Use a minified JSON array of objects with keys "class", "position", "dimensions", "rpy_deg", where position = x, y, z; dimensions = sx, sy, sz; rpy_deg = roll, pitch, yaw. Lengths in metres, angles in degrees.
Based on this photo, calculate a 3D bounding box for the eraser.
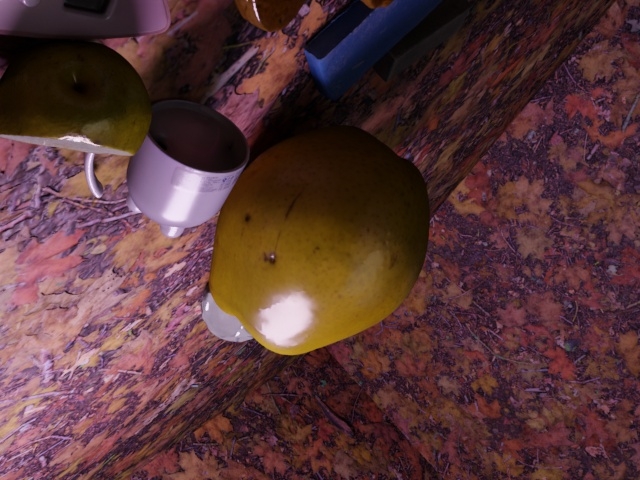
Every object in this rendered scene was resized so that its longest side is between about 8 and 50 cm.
[{"class":"eraser","position":[0.110,-0.362,0.910],"dimensions":[0.312,0.042,0.144],"rpy_deg":[-43,164,-2]}]

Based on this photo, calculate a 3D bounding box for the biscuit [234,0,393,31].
[{"class":"biscuit","position":[0.061,-0.399,0.647],"dimensions":[0.432,0.064,0.282],"rpy_deg":[-36,153,-32]}]

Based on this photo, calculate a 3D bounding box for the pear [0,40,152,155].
[{"class":"pear","position":[-0.228,-0.135,0.533],"dimensions":[0.141,0.141,0.103],"rpy_deg":[9,85,-71]}]

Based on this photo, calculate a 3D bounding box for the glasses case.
[{"class":"glasses case","position":[0.187,-0.377,1.060],"dimensions":[0.205,0.047,0.071],"rpy_deg":[-39,168,-18]}]

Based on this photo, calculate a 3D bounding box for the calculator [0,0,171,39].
[{"class":"calculator","position":[-0.214,-0.248,0.399],"dimensions":[0.330,0.048,0.220],"rpy_deg":[-17,150,-55]}]

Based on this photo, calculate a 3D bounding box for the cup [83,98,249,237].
[{"class":"cup","position":[-0.193,-0.080,0.728],"dimensions":[0.174,0.134,0.142],"rpy_deg":[-27,160,-49]}]

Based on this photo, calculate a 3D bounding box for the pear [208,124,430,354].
[{"class":"pear","position":[0.000,0.000,1.012],"dimensions":[0.418,0.362,0.362],"rpy_deg":[-49,165,-1]}]

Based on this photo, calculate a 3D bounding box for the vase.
[{"class":"vase","position":[-0.133,0.119,1.403],"dimensions":[0.165,0.165,0.360],"rpy_deg":[-53,167,29]}]
